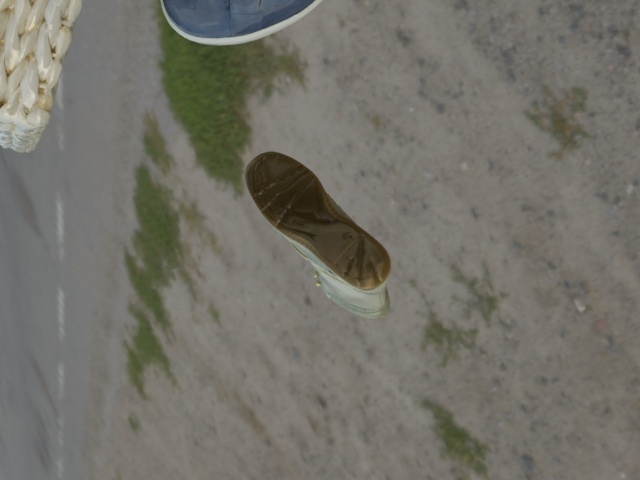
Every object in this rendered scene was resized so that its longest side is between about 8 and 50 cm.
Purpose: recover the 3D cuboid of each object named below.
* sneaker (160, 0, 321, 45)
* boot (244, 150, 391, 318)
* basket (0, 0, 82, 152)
[{"bbox_3d":[-0.003,-0.290,0.845,0.131,0.350,0.148,63,-167,7],"label":"sneaker"},{"bbox_3d":[0.000,0.000,1.160,0.213,0.077,0.165,43,170,18],"label":"boot"},{"bbox_3d":[-0.360,-0.265,0.943,0.331,0.267,0.328,-178,104,-71],"label":"basket"}]
